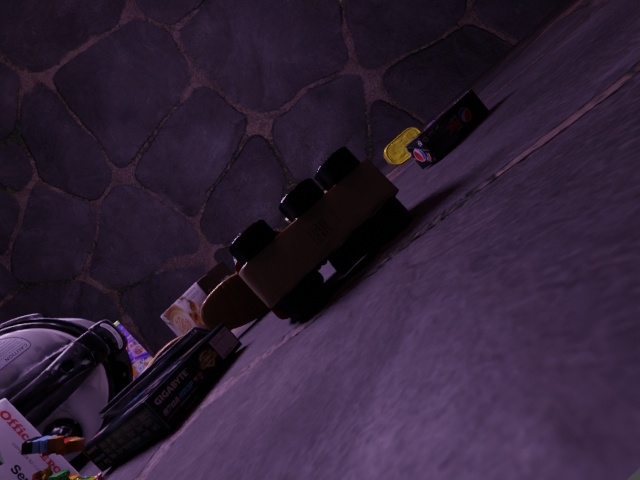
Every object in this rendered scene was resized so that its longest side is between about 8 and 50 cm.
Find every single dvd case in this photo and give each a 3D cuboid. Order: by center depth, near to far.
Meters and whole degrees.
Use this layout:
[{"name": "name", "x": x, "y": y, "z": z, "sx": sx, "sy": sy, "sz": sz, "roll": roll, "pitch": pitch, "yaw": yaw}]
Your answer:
[{"name": "dvd case", "x": -0.290, "y": 0.252, "z": 0.843, "sx": 0.221, "sy": 0.018, "sz": 0.164, "roll": -41, "pitch": -16, "yaw": -4}]

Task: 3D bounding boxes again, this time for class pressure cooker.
[{"name": "pressure cooker", "x": -0.656, "y": 0.365, "z": 1.059, "sx": 0.420, "sy": 0.376, "sz": 0.369, "roll": 152, "pitch": 122, "yaw": -71}]

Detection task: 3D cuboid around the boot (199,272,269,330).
[{"name": "boot", "x": -0.129, "y": 0.085, "z": 0.907, "sx": 0.262, "sy": 0.095, "sz": 0.203, "roll": -41, "pitch": 4, "yaw": -15}]

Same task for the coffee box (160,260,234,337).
[{"name": "coffee box", "x": -0.286, "y": 0.176, "z": 1.111, "sx": 0.246, "sy": 0.141, "sz": 0.098, "roll": -36, "pitch": 7, "yaw": 43}]

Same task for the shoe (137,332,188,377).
[{"name": "shoe", "x": -0.350, "y": 0.288, "z": 0.975, "sx": 0.219, "sy": 0.076, "sz": 0.058, "roll": -45, "pitch": 10, "yaw": -12}]

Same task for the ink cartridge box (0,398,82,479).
[{"name": "ink cartridge box", "x": -0.521, "y": 0.391, "z": 0.629, "sx": 0.117, "sy": 0.201, "sz": 0.278, "roll": -41, "pitch": 4, "yaw": 6}]

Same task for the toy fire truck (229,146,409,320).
[{"name": "toy fire truck", "x": -0.019, "y": -0.005, "z": 0.629, "sx": 0.217, "sy": 0.158, "sz": 0.246, "roll": -43, "pitch": -7, "yaw": -11}]

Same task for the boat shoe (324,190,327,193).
[{"name": "boat shoe", "x": 0.051, "y": -0.121, "z": 1.337, "sx": 0.109, "sy": 0.098, "sz": 0.302, "roll": -42, "pitch": 4, "yaw": -10}]

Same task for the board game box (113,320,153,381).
[{"name": "board game box", "x": -0.710, "y": 0.462, "z": 1.388, "sx": 0.347, "sy": 0.233, "sz": 0.078, "roll": -45, "pitch": 5, "yaw": -31}]

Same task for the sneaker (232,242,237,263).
[{"name": "sneaker", "x": -0.145, "y": 0.054, "z": 1.044, "sx": 0.076, "sy": 0.166, "sz": 0.065, "roll": -28, "pitch": 37, "yaw": 12}]

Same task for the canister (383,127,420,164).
[{"name": "canister", "x": 0.266, "y": -0.301, "z": 1.429, "sx": 0.126, "sy": 0.073, "sz": 0.170, "roll": -41, "pitch": 3, "yaw": 8}]

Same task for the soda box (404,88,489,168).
[{"name": "soda box", "x": 0.240, "y": -0.211, "z": 0.829, "sx": 0.169, "sy": 0.060, "sz": 0.053, "roll": -42, "pitch": 6, "yaw": -19}]

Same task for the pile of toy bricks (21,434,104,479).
[{"name": "pile of toy bricks", "x": -0.329, "y": 0.312, "z": 0.544, "sx": 0.105, "sy": 0.118, "sz": 0.212, "roll": -4, "pitch": -10, "yaw": -3}]

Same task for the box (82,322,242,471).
[{"name": "box", "x": -0.235, "y": 0.233, "z": 0.659, "sx": 0.220, "sy": 0.051, "sz": 0.175, "roll": -39, "pitch": 4, "yaw": 33}]
